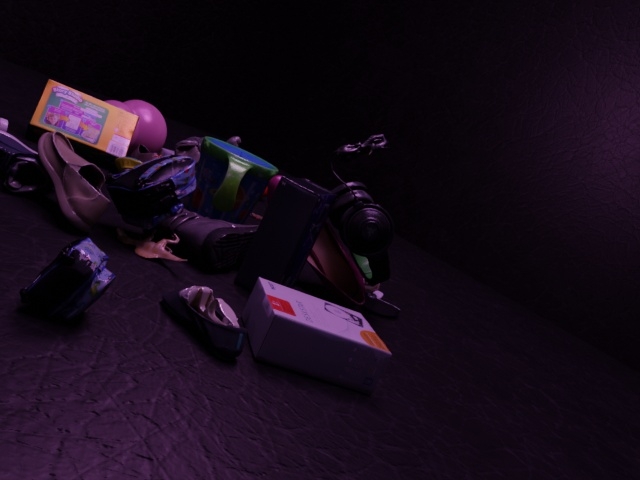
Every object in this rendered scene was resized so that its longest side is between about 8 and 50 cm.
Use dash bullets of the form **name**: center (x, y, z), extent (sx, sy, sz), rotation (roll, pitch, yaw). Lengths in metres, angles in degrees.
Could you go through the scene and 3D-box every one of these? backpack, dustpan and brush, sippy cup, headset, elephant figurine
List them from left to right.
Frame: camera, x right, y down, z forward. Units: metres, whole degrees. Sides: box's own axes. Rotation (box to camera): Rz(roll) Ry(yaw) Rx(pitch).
- **backpack**: center (-0.349, 0.055, 0.845), extent (0.084, 0.105, 0.114), rotation (46, 4, -16)
- **backpack**: center (-0.347, -0.114, 1.277), extent (0.158, 0.117, 0.173), rotation (10, 36, 42)
- **elephant figurine**: center (-0.413, -0.279, 1.969), extent (0.186, 0.239, 0.169), rotation (15, 14, -43)
- **sippy cup**: center (-0.271, -0.153, 1.718), extent (0.240, 0.224, 0.305), rotation (31, 12, 23)
- **headset**: center (0.117, -0.071, 1.504), extent (0.243, 0.185, 0.394), rotation (-122, -169, -53)
- **dustpan and brush**: center (0.144, 0.159, 1.599), extent (0.147, 0.060, 0.211), rotation (28, 10, 13)

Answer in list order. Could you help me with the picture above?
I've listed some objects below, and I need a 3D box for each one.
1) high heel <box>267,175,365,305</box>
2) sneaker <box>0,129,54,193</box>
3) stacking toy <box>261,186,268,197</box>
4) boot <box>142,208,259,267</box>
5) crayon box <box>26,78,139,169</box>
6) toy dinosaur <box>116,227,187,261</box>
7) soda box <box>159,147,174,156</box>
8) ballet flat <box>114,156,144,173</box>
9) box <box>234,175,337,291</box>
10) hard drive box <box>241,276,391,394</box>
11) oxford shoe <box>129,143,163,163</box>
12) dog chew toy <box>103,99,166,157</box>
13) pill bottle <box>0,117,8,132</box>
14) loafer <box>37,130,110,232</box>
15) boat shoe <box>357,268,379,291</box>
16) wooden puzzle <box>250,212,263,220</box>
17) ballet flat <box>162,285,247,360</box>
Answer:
- **high heel**: center (0.000, 0.000, 1.491), extent (0.377, 0.127, 0.181), rotation (54, -10, -23)
- **sneaker**: center (-0.668, -0.171, 1.250), extent (0.226, 0.086, 0.163), rotation (24, 8, -16)
- **stacking toy**: center (-0.310, -0.242, 2.364), extent (0.141, 0.141, 0.330), rotation (31, 8, 28)
- **boot**: center (-0.252, -0.022, 1.446), extent (0.222, 0.118, 0.338), rotation (23, 3, 23)
- **crayon box**: center (-0.707, -0.345, 1.777), extent (0.278, 0.165, 0.081), rotation (21, -28, -23)
- **toy dinosaur**: center (-0.337, 0.020, 1.231), extent (0.183, 0.053, 0.092), rotation (20, 24, 15)
- **soda box**: center (-0.512, -0.284, 2.223), extent (0.069, 0.074, 0.216), rotation (29, 11, 28)
- **ballet flat**: center (-0.513, -0.188, 1.717), extent (0.231, 0.077, 0.077), rotation (12, -32, 16)
- **box**: center (-0.075, -0.009, 1.356), extent (0.103, 0.261, 0.184), rotation (28, 11, 13)
- **hard drive box**: center (-0.013, 0.172, 1.084), extent (0.232, 0.089, 0.181), rotation (21, 11, -21)
- **oxford shoe**: center (-0.512, -0.217, 1.819), extent (0.271, 0.098, 0.097), rotation (33, 12, 35)
- **dog chew toy**: center (-0.681, -0.376, 1.985), extent (0.206, 0.207, 0.332), rotation (31, 20, 27)
- **pill bottle**: center (-0.862, -0.302, 1.495), extent (0.120, 0.067, 0.067), rotation (16, 14, -42)
- **loafer**: center (-0.501, -0.134, 1.223), extent (0.268, 0.092, 0.102), rotation (57, -2, 27)
- **boat shoe**: center (0.086, 0.111, 1.738), extent (0.190, 0.068, 0.072), rotation (22, -27, 30)
- **wooden puzzle**: center (-0.219, -0.081, 2.097), extent (0.083, 0.006, 0.049), rotation (22, 11, -18)
- **ballet flat**: center (-0.189, 0.119, 0.985), extent (0.203, 0.074, 0.074), rotation (33, 13, 38)
